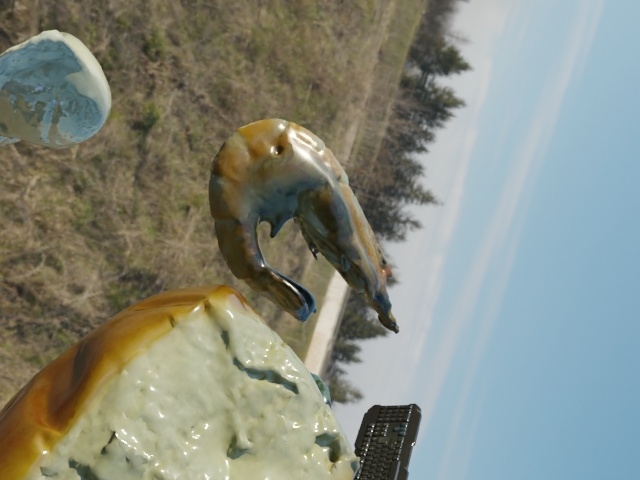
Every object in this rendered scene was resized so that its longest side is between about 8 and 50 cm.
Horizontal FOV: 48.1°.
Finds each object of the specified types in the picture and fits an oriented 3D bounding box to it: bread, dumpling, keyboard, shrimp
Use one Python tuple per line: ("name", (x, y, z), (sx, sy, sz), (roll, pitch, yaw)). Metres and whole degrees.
("bread", (-0.119, 0.178, 0.489), (0.279, 0.225, 0.250), (-51, -178, -28))
("dumpling", (-0.360, -0.181, 0.909), (0.131, 0.179, 0.252), (65, -11, 1))
("keyboard", (0.096, 0.347, 1.148), (0.262, 0.106, 0.016), (-58, 136, -59))
("shrimp", (-0.015, 0.006, 0.682), (0.145, 0.254, 0.059), (-30, -168, -21))

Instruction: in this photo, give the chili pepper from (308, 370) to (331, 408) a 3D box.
("chili pepper", (-0.007, 0.243, 0.866), (0.108, 0.062, 0.216), (-90, 172, -53))
